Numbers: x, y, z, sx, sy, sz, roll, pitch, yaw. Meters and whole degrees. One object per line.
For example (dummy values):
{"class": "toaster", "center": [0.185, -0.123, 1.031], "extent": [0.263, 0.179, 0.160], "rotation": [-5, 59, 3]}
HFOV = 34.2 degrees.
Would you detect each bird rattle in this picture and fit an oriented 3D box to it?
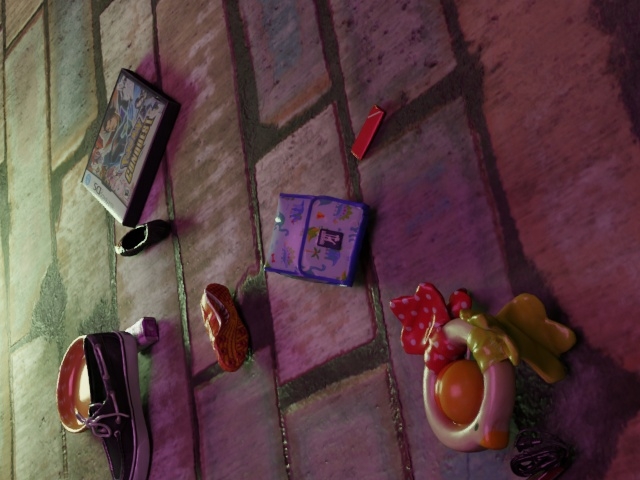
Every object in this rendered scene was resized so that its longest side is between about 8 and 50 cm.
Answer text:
{"class": "bird rattle", "center": [0.170, 0.152, 1.270], "extent": [0.254, 0.143, 0.206], "rotation": [-4, 78, 54]}

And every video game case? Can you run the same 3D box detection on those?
{"class": "video game case", "center": [-0.402, -0.197, 2.169], "extent": [0.248, 0.035, 0.274], "rotation": [37, 110, 49]}

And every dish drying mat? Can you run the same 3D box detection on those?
{"class": "dish drying mat", "center": [0.072, -0.165, 1.589], "extent": [0.032, 0.008, 0.083], "rotation": [47, 117, 45]}

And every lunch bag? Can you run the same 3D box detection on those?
{"class": "lunch bag", "center": [0.000, 0.000, 1.573], "extent": [0.151, 0.096, 0.128], "rotation": [8, 84, 38]}

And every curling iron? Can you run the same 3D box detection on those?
{"class": "curling iron", "center": [0.206, 0.319, 1.259], "extent": [0.068, 0.035, 0.274], "rotation": [36, 122, 3]}

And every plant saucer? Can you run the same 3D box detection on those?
{"class": "plant saucer", "center": [-0.481, 0.296, 2.134], "extent": [0.200, 0.037, 0.199], "rotation": [-19, 65, 48]}

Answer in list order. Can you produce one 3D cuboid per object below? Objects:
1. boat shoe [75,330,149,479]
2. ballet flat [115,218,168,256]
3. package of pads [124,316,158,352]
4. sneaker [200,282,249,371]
{"class": "boat shoe", "center": [-0.391, 0.322, 1.939], "extent": [0.113, 0.105, 0.306], "rotation": [-10, 82, 50]}
{"class": "ballet flat", "center": [-0.361, -0.009, 2.055], "extent": [0.173, 0.049, 0.057], "rotation": [-24, 61, 46]}
{"class": "package of pads", "center": [-0.346, 0.183, 1.998], "extent": [0.083, 0.032, 0.050], "rotation": [-33, 59, 42]}
{"class": "sneaker", "center": [-0.163, 0.154, 1.768], "extent": [0.067, 0.064, 0.175], "rotation": [111, 151, -44]}
